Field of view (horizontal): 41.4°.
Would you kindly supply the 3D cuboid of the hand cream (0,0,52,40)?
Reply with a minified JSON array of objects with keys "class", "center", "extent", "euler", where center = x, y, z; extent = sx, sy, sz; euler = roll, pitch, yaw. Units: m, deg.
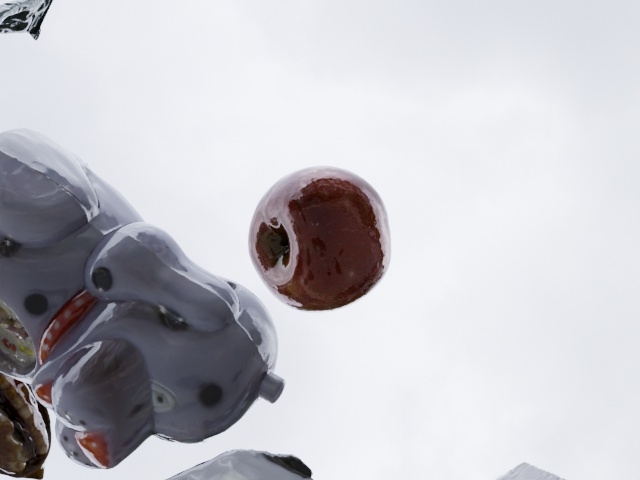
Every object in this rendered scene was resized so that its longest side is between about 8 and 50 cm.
[{"class":"hand cream","center":[-0.390,-0.247,0.996],"extent":[0.075,0.248,0.052],"euler":[-25,-78,25]}]

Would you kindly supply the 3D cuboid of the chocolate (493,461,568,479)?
[{"class":"chocolate","center":[0.266,0.327,0.936],"extent":[0.112,0.321,0.112],"euler":[-33,-93,-7]}]

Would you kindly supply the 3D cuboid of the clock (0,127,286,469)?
[{"class":"clock","center":[-0.142,0.056,0.588],"extent":[0.189,0.254,0.189],"euler":[-48,-23,-28]}]

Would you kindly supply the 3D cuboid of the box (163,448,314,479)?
[{"class":"box","center":[-0.045,0.159,0.141],"extent":[0.350,0.211,0.058],"euler":[-13,-53,-56]}]

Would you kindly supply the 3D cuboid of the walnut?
[{"class":"walnut","center":[-0.382,0.200,0.991],"extent":[0.116,0.116,0.207],"euler":[-28,-75,-5]}]

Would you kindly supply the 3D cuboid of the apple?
[{"class":"apple","center":[0.000,0.000,1.489],"extent":[0.217,0.260,0.260],"euler":[-4,-60,-41]}]
